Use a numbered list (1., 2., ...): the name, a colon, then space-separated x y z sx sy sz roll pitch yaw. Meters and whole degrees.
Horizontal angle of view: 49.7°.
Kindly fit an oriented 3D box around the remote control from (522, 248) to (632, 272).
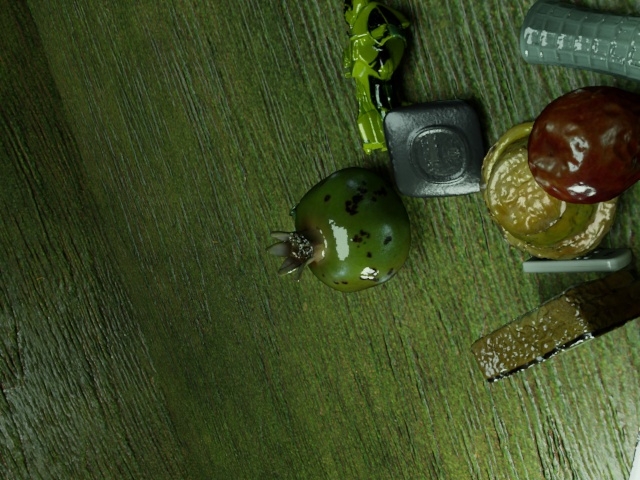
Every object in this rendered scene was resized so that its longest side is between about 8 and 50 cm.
1. remote control: 0.490 0.039 1.320 0.190 0.087 0.029 -3 102 47

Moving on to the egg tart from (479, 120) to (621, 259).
1. egg tart: 0.408 -0.096 1.289 0.288 0.118 0.288 9 101 48

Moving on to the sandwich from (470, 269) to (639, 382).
1. sandwich: 0.458 0.156 1.294 0.273 0.249 0.095 -44 65 48

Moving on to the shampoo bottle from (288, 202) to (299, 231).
1. shampoo bottle: 0.000 0.000 1.801 0.234 0.087 0.118 47 136 18

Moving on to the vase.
1. vase: 0.478 -0.317 1.114 0.299 0.143 0.143 25 126 38

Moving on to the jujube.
1. jujube: 0.458 -0.158 1.114 0.190 0.255 0.190 165 90 -71

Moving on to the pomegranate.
1. pomegranate: 0.052 -0.026 1.565 0.291 0.323 0.291 -2 86 37

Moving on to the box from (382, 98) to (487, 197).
1. box: 0.237 -0.182 1.420 0.201 0.042 0.212 -7 118 15

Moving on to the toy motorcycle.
1. toy motorcycle: 0.124 -0.356 1.453 0.206 0.142 0.342 -120 17 -73

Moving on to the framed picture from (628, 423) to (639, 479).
1. framed picture: 0.767 0.488 1.330 0.324 0.013 0.244 19 123 38
